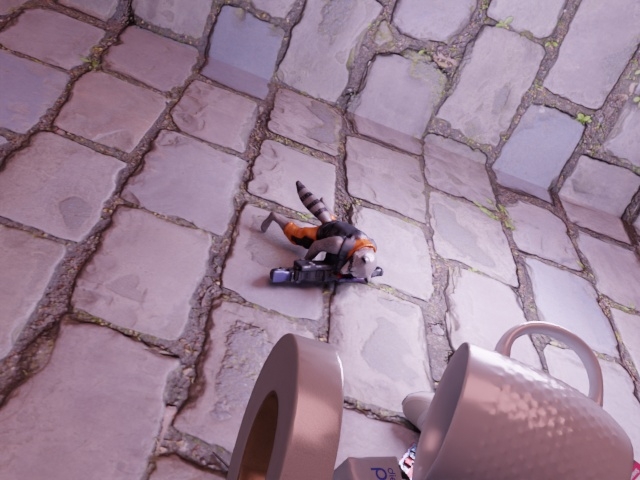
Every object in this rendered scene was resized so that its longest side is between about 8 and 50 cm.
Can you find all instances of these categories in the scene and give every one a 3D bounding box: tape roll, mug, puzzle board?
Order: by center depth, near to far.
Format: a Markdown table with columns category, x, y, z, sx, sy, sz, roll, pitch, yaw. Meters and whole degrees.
| category | x | y | z | sx | sy | sz | roll | pitch | yaw |
| --- | --- | --- | --- | --- | --- | --- | --- | --- | --- |
| tape roll | -0.066 | 0.330 | 1.211 | 0.072 | 0.392 | 0.392 | 18 | 30 | -12 |
| mug | 0.382 | 0.325 | 1.496 | 0.328 | 0.276 | 0.374 | 21 | 69 | 2 |
| puzzle board | 0.196 | 0.447 | 1.598 | 0.096 | 0.011 | 0.128 | 33 | 31 | 15 |

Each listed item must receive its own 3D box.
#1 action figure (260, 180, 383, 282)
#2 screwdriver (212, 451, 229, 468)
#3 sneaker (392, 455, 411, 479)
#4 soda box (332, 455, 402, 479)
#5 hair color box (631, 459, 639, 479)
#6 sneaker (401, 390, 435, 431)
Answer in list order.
| category | x | y | z | sx | sy | sz | roll | pitch | yaw |
| --- | --- | --- | --- | --- | --- | --- | --- | --- | --- |
| action figure | 0.000 | 0.000 | 2.031 | 0.341 | 0.178 | 0.330 | -5 | 31 | -45 |
| screwdriver | -0.127 | 0.416 | 1.411 | 0.170 | 0.025 | 0.024 | 31 | 29 | 29 |
| sneaker | 0.089 | 0.452 | 1.441 | 0.234 | 0.078 | 0.106 | -8 | 40 | -47 |
| soda box | 0.094 | 0.487 | 1.297 | 0.098 | 0.091 | 0.286 | 7 | 50 | -28 |
| hair color box | 0.654 | 0.576 | 1.546 | 0.374 | 0.113 | 0.185 | 35 | 43 | 31 |
| sneaker | 0.256 | 0.387 | 1.660 | 0.229 | 0.087 | 0.092 | 35 | 26 | 19 |
